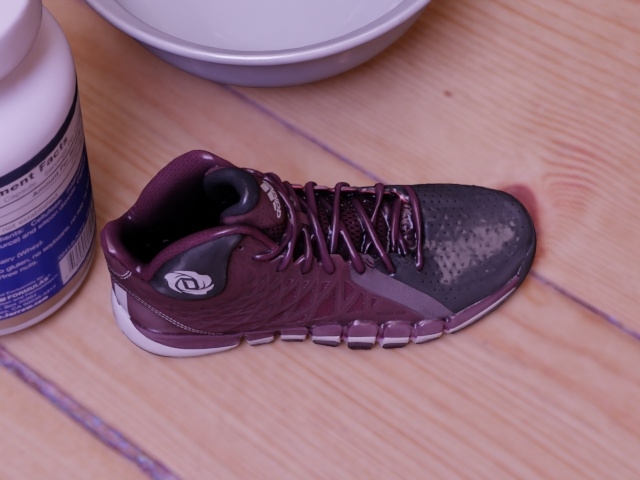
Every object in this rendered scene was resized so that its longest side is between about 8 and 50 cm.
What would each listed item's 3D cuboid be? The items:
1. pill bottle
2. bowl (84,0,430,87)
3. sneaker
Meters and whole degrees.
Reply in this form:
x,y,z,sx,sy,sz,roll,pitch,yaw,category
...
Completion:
x,y,z,sx,sy,sz,roll,pitch,yaw,category
-0.216,-0.064,0.680,0.153,0.264,0.153,3,58,-5,pill bottle
-0.034,-0.219,0.822,0.298,0.134,0.297,-1,67,3,bowl
0.000,0.000,0.702,0.282,0.162,0.106,-12,65,-2,sneaker
